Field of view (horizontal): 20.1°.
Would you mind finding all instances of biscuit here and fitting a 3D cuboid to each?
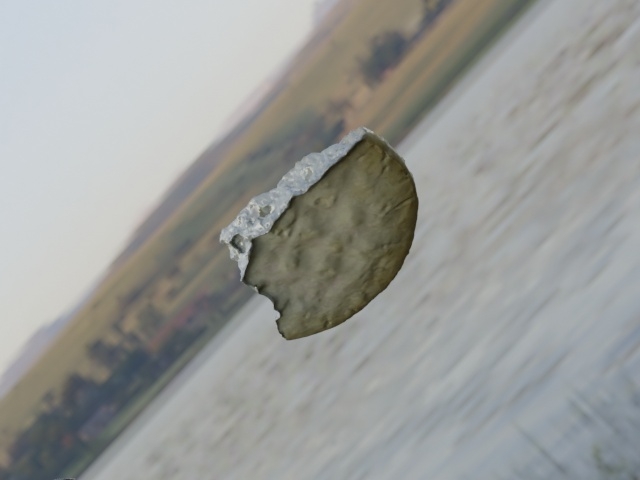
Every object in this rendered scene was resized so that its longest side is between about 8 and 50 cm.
[{"bbox_3d":[0.000,0.000,1.699,0.040,0.188,0.265,-110,25,-43],"label":"biscuit"}]

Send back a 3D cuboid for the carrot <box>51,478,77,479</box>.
[{"bbox_3d":[-0.307,0.352,1.812,0.193,0.214,0.331,-25,4,-32],"label":"carrot"}]
